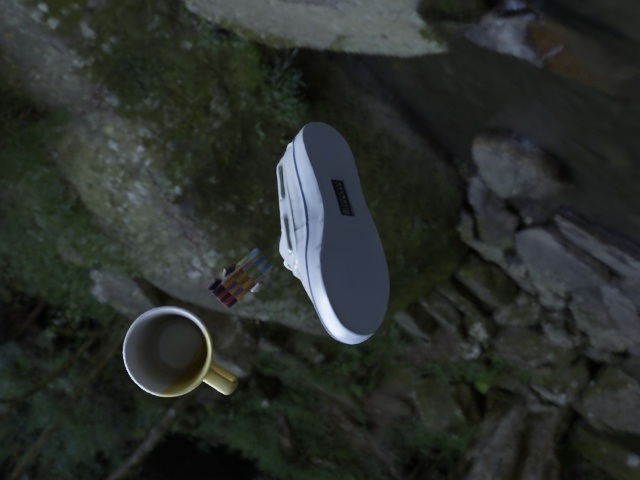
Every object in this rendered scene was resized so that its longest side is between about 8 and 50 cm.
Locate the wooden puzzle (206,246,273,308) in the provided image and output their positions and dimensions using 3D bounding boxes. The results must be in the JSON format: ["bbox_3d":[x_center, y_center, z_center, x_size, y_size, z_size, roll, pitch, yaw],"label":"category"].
[{"bbox_3d":[-0.062,0.030,0.740,0.006,0.049,0.083,46,174,19],"label":"wooden puzzle"}]

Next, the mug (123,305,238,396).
[{"bbox_3d":[-0.102,0.085,0.678,0.064,0.062,0.078,106,138,-87],"label":"mug"}]

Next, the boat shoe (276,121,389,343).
[{"bbox_3d":[0.000,0.000,0.385,0.035,0.035,0.100,8,-125,-35],"label":"boat shoe"}]
